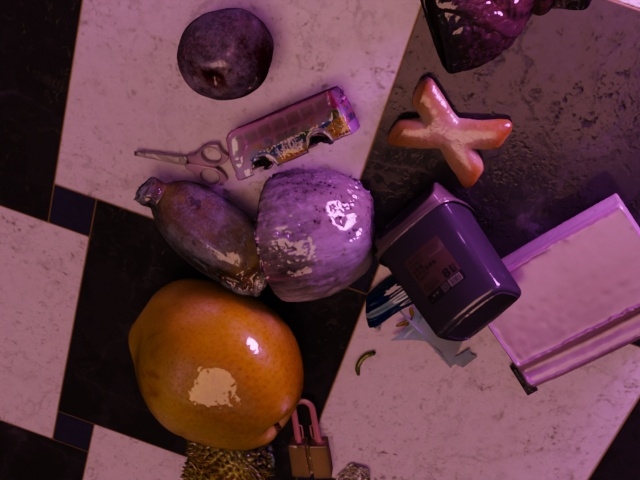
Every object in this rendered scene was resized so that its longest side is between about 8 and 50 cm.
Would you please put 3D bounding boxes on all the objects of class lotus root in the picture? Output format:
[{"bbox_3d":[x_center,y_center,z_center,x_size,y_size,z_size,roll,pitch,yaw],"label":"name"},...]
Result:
[{"bbox_3d":[-0.241,-0.023,1.780,0.350,0.175,0.175,39,117,1],"label":"lotus root"}]

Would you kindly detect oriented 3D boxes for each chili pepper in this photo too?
[{"bbox_3d":[0.103,0.288,1.945,0.030,0.017,0.083,35,117,-9],"label":"chili pepper"}]

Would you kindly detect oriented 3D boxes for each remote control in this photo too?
[{"bbox_3d":[0.466,0.314,1.887,0.034,0.016,0.091,-31,107,6],"label":"remote control"}]

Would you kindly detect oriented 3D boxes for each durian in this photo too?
[{"bbox_3d":[-0.222,0.547,2.011,0.225,0.291,0.291,-4,116,0],"label":"durian"}]

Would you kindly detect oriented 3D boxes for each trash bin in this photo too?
[{"bbox_3d":[0.250,0.042,1.666,0.209,0.182,0.290,-42,60,19],"label":"trash bin"}]

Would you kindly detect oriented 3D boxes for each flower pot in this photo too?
[{"bbox_3d":[0.309,-0.451,1.416,0.267,0.266,0.266,-18,112,8],"label":"flower pot"}]

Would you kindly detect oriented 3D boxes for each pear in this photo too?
[{"bbox_3d":[-0.229,0.269,1.818,0.418,0.362,0.362,38,121,24],"label":"pear"}]

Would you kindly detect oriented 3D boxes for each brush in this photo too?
[{"bbox_3d":[-0.032,0.488,2.055,0.103,0.047,0.233,-2,114,12],"label":"brush"}]

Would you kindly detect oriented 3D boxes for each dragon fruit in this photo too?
[{"bbox_3d":[0.000,0.000,1.720,0.221,0.204,0.282,-5,116,13],"label":"dragon fruit"}]

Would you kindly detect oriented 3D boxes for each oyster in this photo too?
[{"bbox_3d":[0.078,0.616,2.100,0.098,0.037,0.100,3,116,9],"label":"oyster"}]

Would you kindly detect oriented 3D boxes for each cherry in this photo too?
[{"bbox_3d":[-0.188,-0.356,1.591,0.195,0.195,0.195,4,117,9],"label":"cherry"}]

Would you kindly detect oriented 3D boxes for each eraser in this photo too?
[{"bbox_3d":[0.523,0.111,1.701,0.359,0.122,0.272,-32,98,22],"label":"eraser"}]

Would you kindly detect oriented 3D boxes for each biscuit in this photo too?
[{"bbox_3d":[0.256,-0.213,1.652,0.208,0.047,0.164,28,119,-4],"label":"biscuit"}]

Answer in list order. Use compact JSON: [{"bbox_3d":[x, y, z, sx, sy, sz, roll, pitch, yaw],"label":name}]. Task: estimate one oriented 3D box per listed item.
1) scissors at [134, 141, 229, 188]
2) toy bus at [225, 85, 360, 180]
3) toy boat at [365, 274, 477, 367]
[{"bbox_3d":[-0.303,-0.175,1.794,0.212,0.021,0.110,10,121,6],"label":"scissors"},{"bbox_3d":[-0.062,-0.218,1.688,0.274,0.090,0.112,-20,104,20],"label":"toy bus"},{"bbox_3d":[0.244,0.194,1.849,0.221,0.067,0.291,-35,108,23],"label":"toy boat"}]
